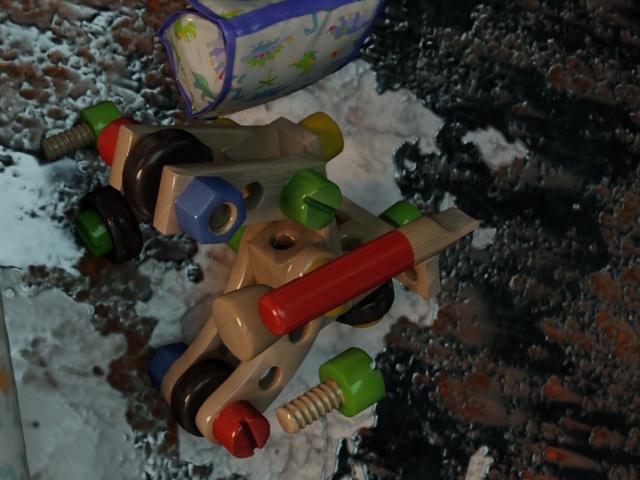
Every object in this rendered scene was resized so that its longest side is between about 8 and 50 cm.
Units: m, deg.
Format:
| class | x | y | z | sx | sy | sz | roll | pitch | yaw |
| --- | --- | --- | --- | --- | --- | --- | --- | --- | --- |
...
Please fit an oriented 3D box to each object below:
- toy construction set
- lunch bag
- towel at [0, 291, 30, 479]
| class | x | y | z | sx | sy | sz | roll | pitch | yaw |
| --- | --- | --- | --- | --- | --- | --- | --- | --- | --- |
| toy construction set | 0.000 | 0.000 | 0.706 | 0.237 | 0.309 | 0.257 | -26 | 107 | -26 |
| lunch bag | -0.037 | -0.154 | 0.760 | 0.129 | 0.151 | 0.096 | -24 | 98 | -21 |
| towel | -0.360 | 0.118 | 0.575 | 0.374 | 0.090 | 0.320 | -8 | 87 | -25 |
